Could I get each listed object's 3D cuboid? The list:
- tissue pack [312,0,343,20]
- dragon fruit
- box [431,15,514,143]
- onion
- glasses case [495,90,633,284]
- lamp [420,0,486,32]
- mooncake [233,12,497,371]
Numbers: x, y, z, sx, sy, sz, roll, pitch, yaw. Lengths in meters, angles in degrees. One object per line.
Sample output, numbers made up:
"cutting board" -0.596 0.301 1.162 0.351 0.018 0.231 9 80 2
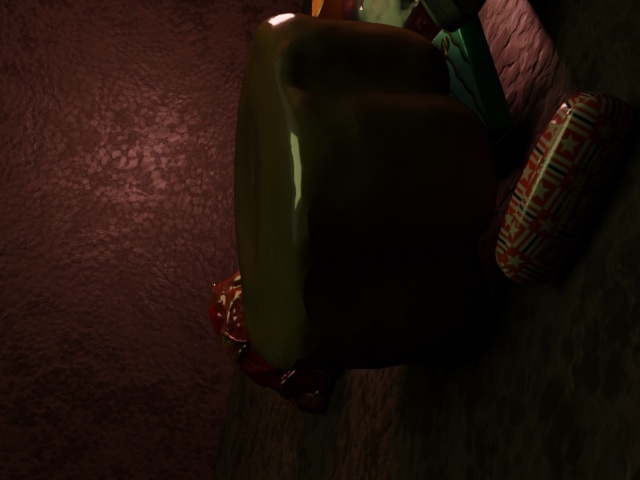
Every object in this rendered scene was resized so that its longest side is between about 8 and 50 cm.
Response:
"tissue pack" 0.091 -0.541 1.560 0.274 0.195 0.145 -91 18 -48
"dragon fruit" -0.069 0.165 1.463 0.329 0.286 0.227 -52 23 47
"box" 0.167 -0.180 1.019 0.226 0.042 0.160 139 118 -65
"onion" 0.125 -0.393 1.264 0.314 0.146 0.280 -51 33 34
"glasses case" 0.222 -0.042 0.691 0.049 0.073 0.194 -113 36 -57
"lamp" 0.135 -0.417 0.914 0.047 0.266 0.269 -21 24 40
"mooncake" 0.031 -0.053 0.971 0.467 0.262 0.466 176 90 -77
